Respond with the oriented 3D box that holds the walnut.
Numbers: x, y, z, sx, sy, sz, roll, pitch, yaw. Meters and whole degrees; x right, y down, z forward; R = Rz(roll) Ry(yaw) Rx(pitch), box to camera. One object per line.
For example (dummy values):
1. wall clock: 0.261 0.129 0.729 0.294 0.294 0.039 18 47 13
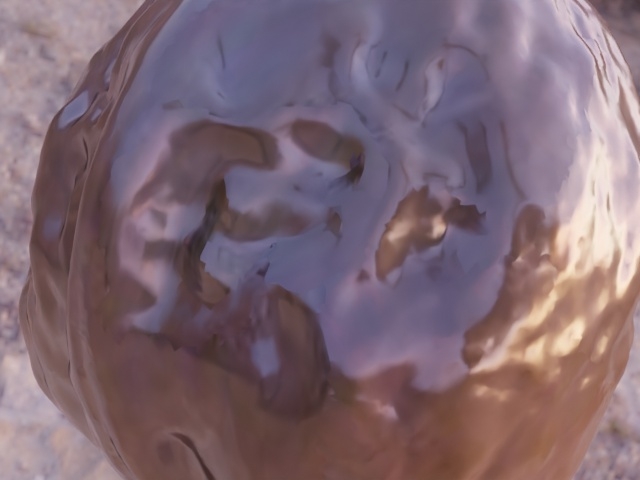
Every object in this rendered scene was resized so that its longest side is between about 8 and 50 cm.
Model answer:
1. walnut: 0.003 0.001 0.651 0.273 0.273 0.227 28 3 14
